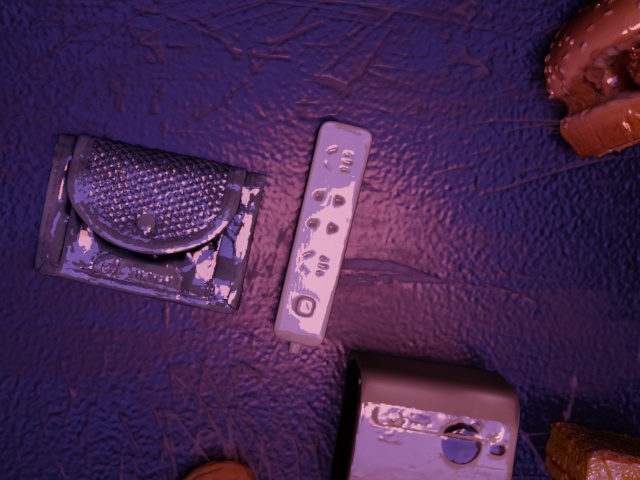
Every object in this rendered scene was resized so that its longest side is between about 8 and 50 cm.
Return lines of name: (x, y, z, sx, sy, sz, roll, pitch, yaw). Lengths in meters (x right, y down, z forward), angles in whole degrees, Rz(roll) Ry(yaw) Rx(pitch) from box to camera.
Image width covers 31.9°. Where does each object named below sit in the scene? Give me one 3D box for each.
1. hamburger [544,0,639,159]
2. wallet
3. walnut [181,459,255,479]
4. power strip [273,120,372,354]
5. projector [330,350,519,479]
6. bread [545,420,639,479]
hamburger: (0.572, -0.317, 1.709, 0.445, 0.287, 0.268, -25, 94, -3)
wallet: (-0.275, -0.028, 1.789, 0.342, 0.075, 0.237, 12, 91, -4)
walnut: (-0.168, 0.434, 1.801, 0.166, 0.149, 0.167, -4, 73, 15)
power strip: (0.000, 0.000, 1.810, 0.091, 0.062, 0.385, 13, 93, -1)
projector: (0.156, 0.322, 1.753, 0.249, 0.248, 0.249, 9, 95, -4)
bread: (0.473, 0.375, 1.784, 0.184, 0.234, 0.111, 13, 92, -4)
